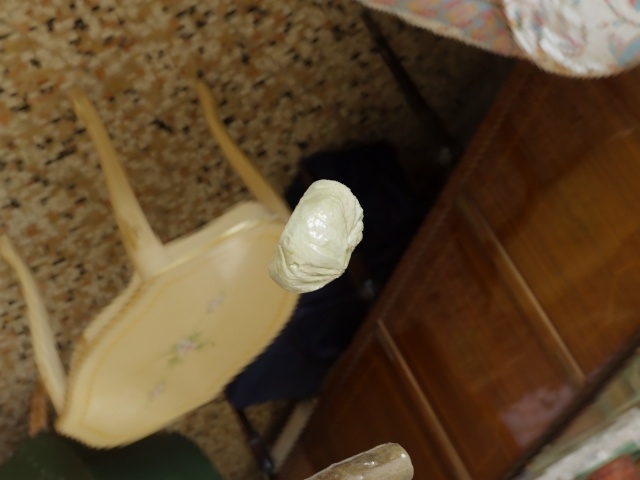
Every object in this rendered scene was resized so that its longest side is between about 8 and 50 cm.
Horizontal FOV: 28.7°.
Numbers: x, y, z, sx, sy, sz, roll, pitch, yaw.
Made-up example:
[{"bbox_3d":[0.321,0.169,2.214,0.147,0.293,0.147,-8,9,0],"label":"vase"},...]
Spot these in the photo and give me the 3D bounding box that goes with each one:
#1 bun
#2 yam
[{"bbox_3d":[0.000,0.000,1.185,0.115,0.069,0.115,-60,178,-3],"label":"bun"},{"bbox_3d":[-0.064,0.224,0.912,0.326,0.045,0.045,-20,143,-31],"label":"yam"}]
